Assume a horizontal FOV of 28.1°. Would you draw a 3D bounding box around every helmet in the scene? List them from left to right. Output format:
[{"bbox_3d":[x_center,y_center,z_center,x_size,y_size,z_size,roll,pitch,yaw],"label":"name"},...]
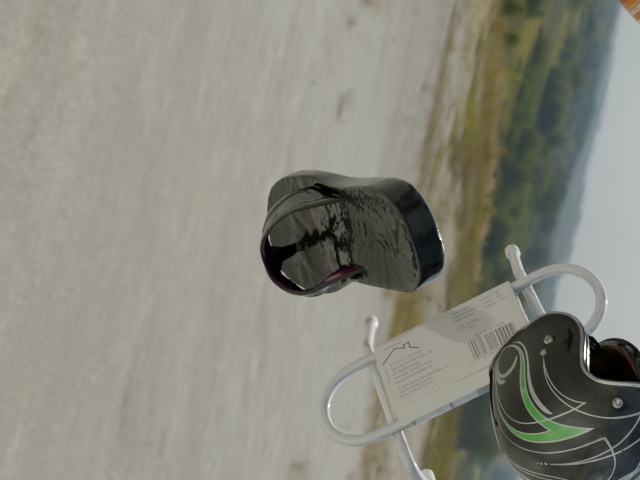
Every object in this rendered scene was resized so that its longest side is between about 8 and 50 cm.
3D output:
[{"bbox_3d":[0.244,0.160,1.179,0.169,0.169,0.162,94,-22,-49],"label":"helmet"}]

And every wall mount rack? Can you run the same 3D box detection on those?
[{"bbox_3d":[0.163,0.123,1.487,0.130,0.350,0.304,56,11,-44],"label":"wall mount rack"}]

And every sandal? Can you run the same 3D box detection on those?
[{"bbox_3d":[0.000,-0.002,1.576,0.168,0.107,0.445,67,-21,-6],"label":"sandal"}]

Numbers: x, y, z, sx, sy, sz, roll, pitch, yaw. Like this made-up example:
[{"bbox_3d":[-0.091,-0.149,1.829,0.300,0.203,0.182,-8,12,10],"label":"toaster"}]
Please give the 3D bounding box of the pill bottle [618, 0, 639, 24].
[{"bbox_3d":[0.406,-0.335,1.557,0.121,0.216,0.121,-42,178,-2],"label":"pill bottle"}]
